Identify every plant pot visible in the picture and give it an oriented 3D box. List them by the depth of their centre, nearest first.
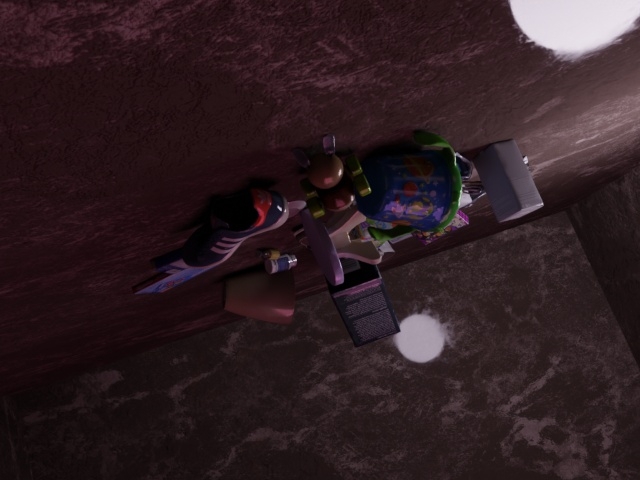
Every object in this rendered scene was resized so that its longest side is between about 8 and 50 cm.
[{"bbox_3d":[-0.270,0.224,2.301,0.274,0.256,0.256,3,161,-18],"label":"plant pot"}]

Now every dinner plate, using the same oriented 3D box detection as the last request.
[{"bbox_3d":[-0.108,-0.085,1.649,0.141,0.017,0.141,-18,166,-5],"label":"dinner plate"}]

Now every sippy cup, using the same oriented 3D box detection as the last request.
[{"bbox_3d":[0.222,-0.139,1.488,0.224,0.305,0.240,0,-172,-28],"label":"sippy cup"}]

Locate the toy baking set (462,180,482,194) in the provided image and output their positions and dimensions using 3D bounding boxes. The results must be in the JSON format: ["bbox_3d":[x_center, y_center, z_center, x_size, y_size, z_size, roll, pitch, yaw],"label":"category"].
[{"bbox_3d":[0.436,-0.171,1.867,0.256,0.030,0.197,-16,-158,-26],"label":"toy baking set"}]

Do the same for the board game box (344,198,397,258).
[{"bbox_3d":[0.155,-0.054,1.890,0.142,0.144,0.275,-16,167,-16],"label":"board game box"}]

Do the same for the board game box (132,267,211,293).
[{"bbox_3d":[-0.507,0.125,1.913,0.281,0.027,0.145,-25,165,24],"label":"board game box"}]

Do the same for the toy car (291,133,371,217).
[{"bbox_3d":[0.009,-0.171,1.295,0.155,0.148,0.188,-25,138,8],"label":"toy car"}]

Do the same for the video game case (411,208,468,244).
[{"bbox_3d":[0.406,-0.090,2.069,0.232,0.041,0.210,34,136,-29],"label":"video game case"}]

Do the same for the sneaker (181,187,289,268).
[{"bbox_3d":[-0.256,-0.039,1.402,0.350,0.131,0.148,-31,157,23],"label":"sneaker"}]

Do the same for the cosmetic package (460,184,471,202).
[{"bbox_3d":[0.457,-0.137,2.139,0.231,0.085,0.117,-31,163,37],"label":"cosmetic package"}]

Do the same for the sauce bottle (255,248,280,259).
[{"bbox_3d":[-0.198,0.052,2.043,0.042,0.042,0.128,-26,164,25],"label":"sauce bottle"}]

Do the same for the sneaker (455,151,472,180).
[{"bbox_3d":[0.347,-0.191,1.688,0.282,0.099,0.153,-20,175,-32],"label":"sneaker"}]

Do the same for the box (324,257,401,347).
[{"bbox_3d":[0.162,0.202,2.279,0.212,0.293,0.395,-20,135,4],"label":"box"}]

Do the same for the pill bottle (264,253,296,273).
[{"bbox_3d":[-0.160,0.091,2.209,0.120,0.067,0.067,-11,165,-33],"label":"pill bottle"}]

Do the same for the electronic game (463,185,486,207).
[{"bbox_3d":[0.603,-0.163,2.239,0.229,0.048,0.229,-29,178,-1],"label":"electronic game"}]

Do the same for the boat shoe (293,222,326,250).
[{"bbox_3d":[0.004,-0.002,2.000,0.109,0.091,0.305,-25,167,23],"label":"boat shoe"}]

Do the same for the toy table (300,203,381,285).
[{"bbox_3d":[0.062,-0.004,1.682,0.161,0.274,0.252,-20,158,-13],"label":"toy table"}]

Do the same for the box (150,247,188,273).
[{"bbox_3d":[-0.401,0.048,1.720,0.225,0.036,0.136,-20,168,7],"label":"box"}]

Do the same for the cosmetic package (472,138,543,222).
[{"bbox_3d":[0.602,-0.192,1.769,0.107,0.237,0.127,-12,169,-20],"label":"cosmetic package"}]

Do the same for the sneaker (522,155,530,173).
[{"bbox_3d":[0.762,-0.257,2.100,0.072,0.077,0.178,-20,168,8],"label":"sneaker"}]

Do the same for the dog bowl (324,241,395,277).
[{"bbox_3d":[0.168,0.072,2.553,0.349,0.102,0.349,-19,167,-5],"label":"dog bowl"}]
